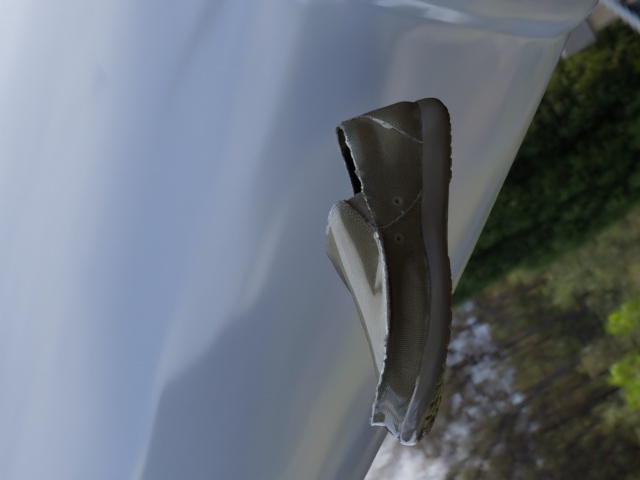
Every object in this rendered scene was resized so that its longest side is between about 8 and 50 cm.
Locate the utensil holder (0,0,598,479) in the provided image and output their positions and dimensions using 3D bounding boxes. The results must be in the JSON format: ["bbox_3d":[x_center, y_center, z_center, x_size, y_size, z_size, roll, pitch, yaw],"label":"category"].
[{"bbox_3d":[-0.061,-0.041,0.739,0.328,0.385,0.327,18,-159,-7],"label":"utensil holder"}]

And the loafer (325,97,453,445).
[{"bbox_3d":[0.026,0.010,0.504,0.056,0.050,0.148,86,-173,-59],"label":"loafer"}]
